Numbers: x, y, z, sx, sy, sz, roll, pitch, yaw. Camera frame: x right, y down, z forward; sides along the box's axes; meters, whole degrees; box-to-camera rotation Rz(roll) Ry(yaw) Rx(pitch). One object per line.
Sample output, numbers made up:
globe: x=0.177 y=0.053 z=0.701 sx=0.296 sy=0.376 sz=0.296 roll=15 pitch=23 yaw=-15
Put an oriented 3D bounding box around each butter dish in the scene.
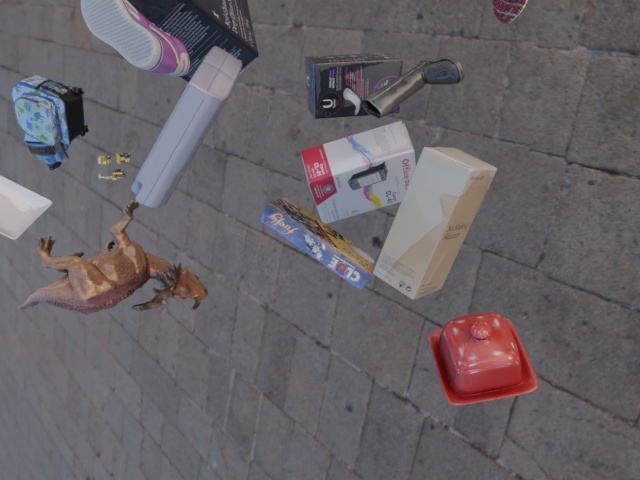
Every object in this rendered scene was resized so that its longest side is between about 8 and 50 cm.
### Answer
butter dish: x=0.276 y=0.183 z=0.935 sx=0.118 sy=0.159 sz=0.160 roll=73 pitch=-173 yaw=-45

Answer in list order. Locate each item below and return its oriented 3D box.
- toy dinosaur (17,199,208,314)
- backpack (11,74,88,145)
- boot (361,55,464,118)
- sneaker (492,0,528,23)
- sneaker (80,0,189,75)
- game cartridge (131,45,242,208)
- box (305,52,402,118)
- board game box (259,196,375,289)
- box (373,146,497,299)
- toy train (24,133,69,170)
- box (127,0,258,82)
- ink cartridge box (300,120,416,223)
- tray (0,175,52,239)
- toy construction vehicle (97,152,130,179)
toy dinosaur: x=-0.352 y=0.070 z=0.919 sx=0.200 sy=0.295 sz=0.127 roll=55 pitch=153 yaw=20
backpack: x=-0.482 y=-0.229 z=0.949 sx=0.114 sy=0.084 sz=0.105 roll=25 pitch=133 yaw=11
boot: x=0.222 y=-0.374 z=1.331 sx=0.189 sy=0.208 sz=0.076 roll=31 pitch=149 yaw=63
sneaker: x=0.492 y=-0.619 z=1.277 sx=0.088 sy=0.092 sz=0.225 roll=49 pitch=136 yaw=24
sneaker: x=-0.401 y=-0.456 z=1.198 sx=0.102 sy=0.161 sz=0.282 roll=-47 pitch=74 yaw=22
game cartridge: x=-0.181 y=-0.180 z=0.778 sx=0.196 sy=0.060 sz=0.294 roll=-58 pitch=18 yaw=20
box: x=0.097 y=-0.473 z=1.649 sx=0.143 sy=0.270 sz=0.165 roll=-116 pitch=23 yaw=-61
board game box: x=0.000 y=0.000 z=1.120 sx=0.243 sy=0.165 sz=0.042 roll=35 pitch=101 yaw=2
box: x=0.247 y=-0.041 z=1.192 sx=0.121 sy=0.148 sz=0.311 roll=34 pitch=117 yaw=31
toy train: x=-0.736 y=-0.264 z=1.467 sx=0.184 sy=0.080 sz=0.105 roll=117 pitch=156 yaw=-66
box: x=-0.394 y=-0.648 z=1.502 sx=0.212 sy=0.395 sz=0.294 roll=-32 pitch=55 yaw=27
ink cartridge box: x=0.118 y=-0.192 z=1.581 sx=0.226 sy=0.306 sz=0.131 roll=68 pitch=-173 yaw=-56
tray: x=-0.796 y=-0.101 z=1.277 sx=0.270 sy=0.145 sz=0.030 roll=28 pitch=136 yaw=-5
toy construction vehicle: x=-0.650 y=-0.232 z=1.715 sx=0.035 sy=0.098 sz=0.086 roll=-119 pitch=35 yaw=-45
